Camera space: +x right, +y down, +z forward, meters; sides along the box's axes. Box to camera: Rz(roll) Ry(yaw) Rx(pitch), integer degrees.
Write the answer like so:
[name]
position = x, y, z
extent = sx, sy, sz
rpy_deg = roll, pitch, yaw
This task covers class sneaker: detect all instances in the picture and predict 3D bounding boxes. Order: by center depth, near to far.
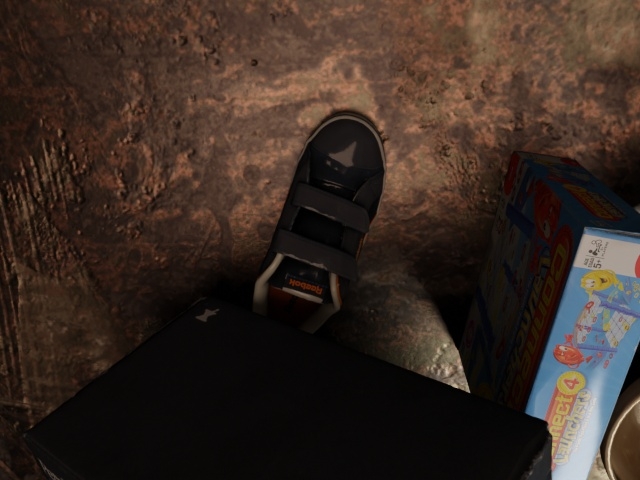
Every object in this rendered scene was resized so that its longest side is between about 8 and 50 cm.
[sneaker]
position = 0.000, 0.000, 0.889
extent = 0.126, 0.127, 0.321
rpy_deg = 18, 109, -2

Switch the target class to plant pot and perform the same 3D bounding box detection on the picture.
[plant pot]
position = 0.497, 0.256, 0.964
extent = 0.237, 0.110, 0.238
rpy_deg = 1, 110, 2

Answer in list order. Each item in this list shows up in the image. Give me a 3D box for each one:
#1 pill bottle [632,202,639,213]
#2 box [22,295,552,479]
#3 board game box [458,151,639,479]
[pill bottle]
position = 0.477, 0.064, 0.817
extent = 0.160, 0.160, 0.283
rpy_deg = -30, 81, 13
[box]
position = -0.010, 0.375, 0.784
extent = 0.479, 0.297, 0.472
rpy_deg = 14, 128, 39
[board game box]
position = 0.257, 0.082, 0.810
extent = 0.086, 0.302, 0.309
rpy_deg = 10, 110, -1
